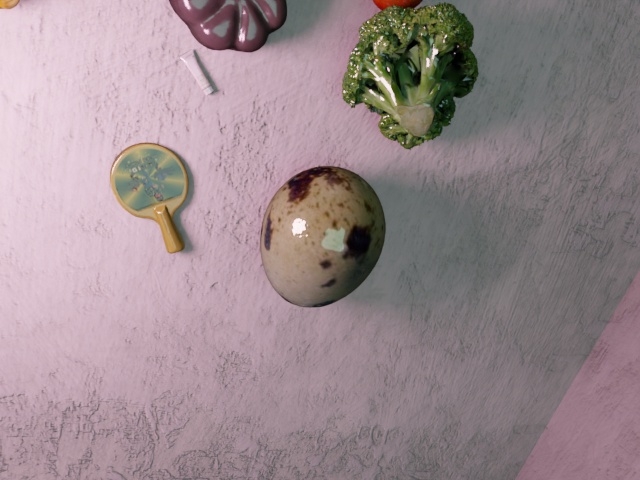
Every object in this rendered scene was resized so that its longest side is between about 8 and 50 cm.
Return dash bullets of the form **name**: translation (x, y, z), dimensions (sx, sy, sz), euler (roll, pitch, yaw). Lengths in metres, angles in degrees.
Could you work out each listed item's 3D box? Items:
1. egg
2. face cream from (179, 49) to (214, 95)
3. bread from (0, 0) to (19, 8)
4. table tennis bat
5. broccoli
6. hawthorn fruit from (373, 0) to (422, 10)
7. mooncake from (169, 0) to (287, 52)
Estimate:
- **egg**: translation (0.000, 0.000, 1.309), dimensions (0.344, 0.345, 0.428), euler (10, 115, -23)
- **face cream**: translation (-0.317, -0.432, 1.195), dimensions (0.038, 0.020, 0.115), euler (-31, 116, -3)
- **bread**: translation (-0.758, -0.569, 0.902), dimensions (0.311, 0.172, 0.121), euler (15, 78, -28)
- **table tennis bat**: translation (-0.451, -0.111, 1.279), dimensions (0.198, 0.050, 0.321), euler (-19, 113, -12)
- **broccoli**: translation (0.233, -0.438, 1.225), dimensions (0.310, 0.321, 0.413), euler (-50, 170, -32)
- **hawthorn fruit**: translation (0.205, -0.674, 1.189), dimensions (0.172, 0.173, 0.173), euler (-7, 115, -16)
- **mooncake**: translation (-0.215, -0.601, 1.085), dimensions (0.305, 0.154, 0.306), euler (-9, 116, -18)
